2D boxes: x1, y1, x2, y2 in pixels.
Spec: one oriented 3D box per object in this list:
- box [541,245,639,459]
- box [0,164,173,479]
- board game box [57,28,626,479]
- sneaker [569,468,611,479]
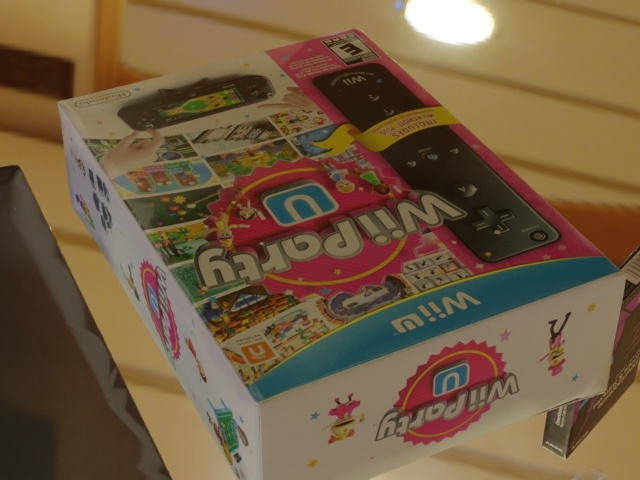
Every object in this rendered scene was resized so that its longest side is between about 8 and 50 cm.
[{"bbox_3d":[0.236,0.096,1.171,0.029,0.162,0.116,32,-126,26],"label":"box"},{"bbox_3d":[-0.319,0.167,1.210,0.179,0.312,0.343,-18,-105,-40],"label":"box"},{"bbox_3d":[0.000,0.000,0.837,0.224,0.097,0.303,-18,-138,-21],"label":"board game box"},{"bbox_3d":[0.278,0.372,1.504,0.151,0.094,0.256,25,-118,38],"label":"sneaker"}]
